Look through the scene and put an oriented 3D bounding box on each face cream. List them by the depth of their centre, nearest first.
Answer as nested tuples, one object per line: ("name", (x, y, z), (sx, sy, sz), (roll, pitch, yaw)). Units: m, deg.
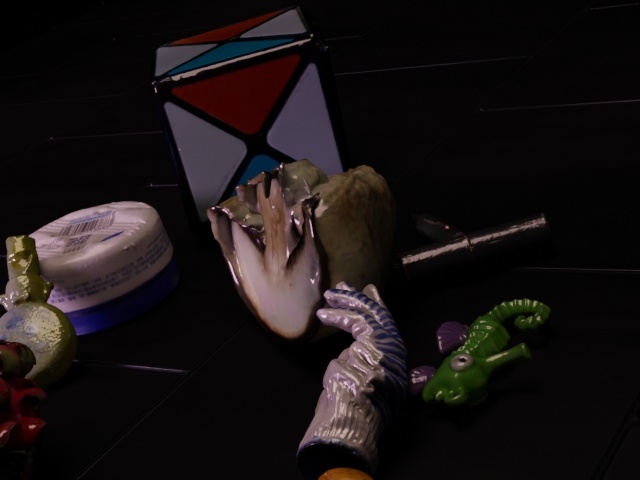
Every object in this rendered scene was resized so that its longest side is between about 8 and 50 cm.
("face cream", (-0.295, 0.030, 1.481), (0.206, 0.111, 0.206), (-13, 24, 6))

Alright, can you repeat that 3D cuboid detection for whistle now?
("whistle", (-0.345, 0.085, 1.346), (0.104, 0.057, 0.198), (-18, 60, 4))

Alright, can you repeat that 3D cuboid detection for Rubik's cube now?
("Rubik's cube", (-0.097, -0.174, 1.638), (0.250, 0.248, 0.246), (-16, 23, -1))

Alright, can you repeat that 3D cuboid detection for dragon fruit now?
("dragon fruit", (-0.374, 0.180, 1.115), (0.218, 0.198, 0.273), (-54, 10, -12))

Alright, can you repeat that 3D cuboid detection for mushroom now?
("mushroom", (0.003, 0.007, 1.243), (0.164, 0.189, 0.267), (-15, -3, -26))

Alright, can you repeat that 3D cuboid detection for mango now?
("mango", (0.028, 0.216, 0.910), (0.060, 0.046, 0.089), (-27, 29, -25))

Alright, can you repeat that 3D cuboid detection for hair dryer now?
("hair dryer", (0.168, -0.010, 1.345), (0.173, 0.050, 0.195), (-14, 19, 0))

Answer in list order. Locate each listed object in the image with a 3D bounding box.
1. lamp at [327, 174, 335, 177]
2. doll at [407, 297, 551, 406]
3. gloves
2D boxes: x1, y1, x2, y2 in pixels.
("lamp", (-0.018, -0.032, 1.451), (0.106, 0.106, 0.193), (-4, 18, 28))
("doll", (0.157, 0.103, 1.079), (0.115, 0.050, 0.190), (-6, 23, 34))
("gloves", (0.033, 0.125, 1.037), (0.097, 0.119, 0.229), (16, 45, -10))
